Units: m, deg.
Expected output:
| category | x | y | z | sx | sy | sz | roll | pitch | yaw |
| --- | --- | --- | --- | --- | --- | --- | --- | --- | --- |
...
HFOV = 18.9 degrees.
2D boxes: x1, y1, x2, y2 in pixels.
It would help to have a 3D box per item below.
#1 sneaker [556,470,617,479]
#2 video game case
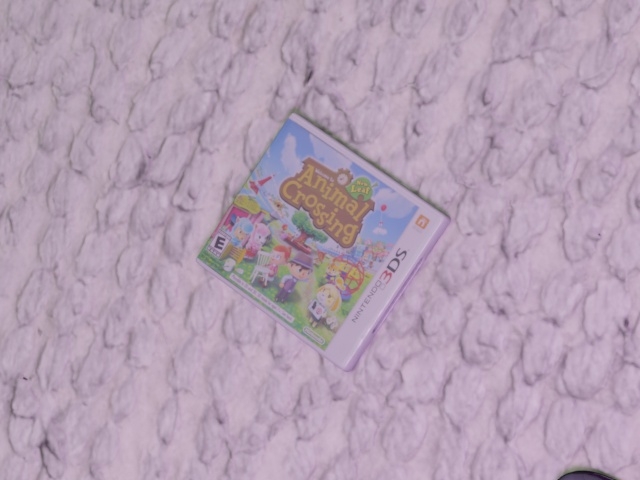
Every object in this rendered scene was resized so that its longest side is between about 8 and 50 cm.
| category | x | y | z | sx | sy | sz | roll | pitch | yaw |
| --- | --- | --- | --- | --- | --- | --- | --- | --- | --- |
| sneaker | 0.298 | 0.303 | 1.813 | 0.083 | 0.098 | 0.223 | -46 | 70 | 9 |
| video game case | 0.000 | 0.000 | 2.012 | 0.212 | 0.023 | 0.193 | 35 | 95 | 22 |
